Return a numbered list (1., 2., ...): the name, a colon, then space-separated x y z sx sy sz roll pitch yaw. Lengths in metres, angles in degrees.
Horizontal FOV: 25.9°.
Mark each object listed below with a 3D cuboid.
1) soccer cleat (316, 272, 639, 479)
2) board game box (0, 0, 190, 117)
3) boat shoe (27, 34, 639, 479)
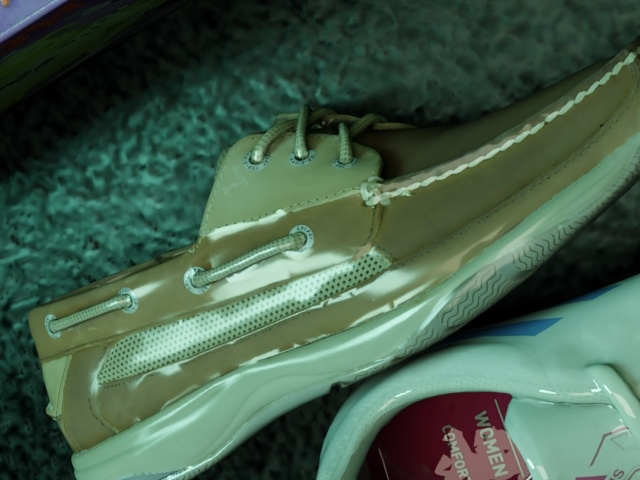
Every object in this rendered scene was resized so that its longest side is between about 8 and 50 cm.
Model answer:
1. soccer cleat: 0.148 0.063 0.544 0.331 0.143 0.116 -24 93 19
2. board game box: -0.147 -0.077 0.572 0.347 0.208 0.056 -27 92 20
3. boat shoe: 0.000 0.000 0.591 0.324 0.123 0.116 -32 88 18
